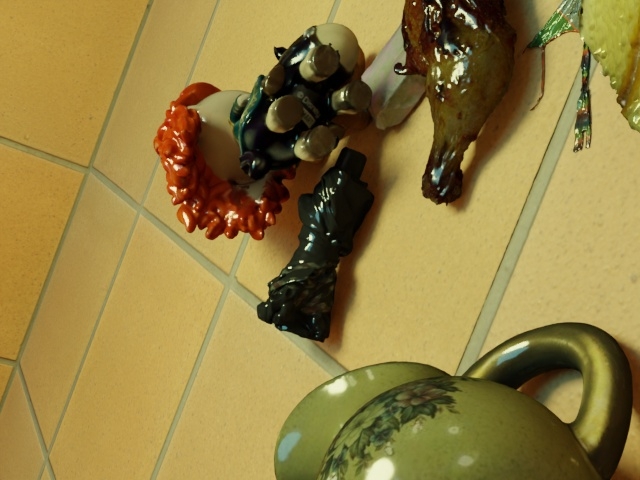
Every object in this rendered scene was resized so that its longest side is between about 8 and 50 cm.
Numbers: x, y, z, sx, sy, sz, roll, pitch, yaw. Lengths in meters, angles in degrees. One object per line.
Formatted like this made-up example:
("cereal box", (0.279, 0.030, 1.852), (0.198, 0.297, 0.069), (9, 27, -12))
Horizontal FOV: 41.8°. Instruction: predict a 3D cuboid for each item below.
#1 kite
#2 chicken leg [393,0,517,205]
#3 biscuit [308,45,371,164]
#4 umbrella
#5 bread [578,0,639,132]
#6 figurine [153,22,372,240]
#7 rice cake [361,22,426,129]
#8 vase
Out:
("kite", (0.282, -0.207, 0.894), (0.198, 0.006, 0.244), (-10, 64, 58))
("chicken leg", (0.151, -0.211, 1.003), (0.177, 0.083, 0.322), (-40, 53, 48))
("biscuit", (0.001, -0.205, 1.343), (0.250, 0.036, 0.165), (-31, 57, 50))
("umbrella", (0.000, 0.001, 1.161), (0.110, 0.122, 0.272), (16, 80, 18))
("bread", (0.314, -0.196, 0.734), (0.142, 0.178, 0.266), (-26, 47, 7))
("figurine", (-0.091, -0.165, 1.244), (0.412, 0.241, 0.306), (-36, 39, 39))
("rice cake", (0.156, -0.284, 1.114), (0.298, 0.050, 0.106), (-50, 35, 33))
("vase", (0.131, 0.193, 0.735), (0.329, 0.241, 0.302), (-41, 16, -3))
